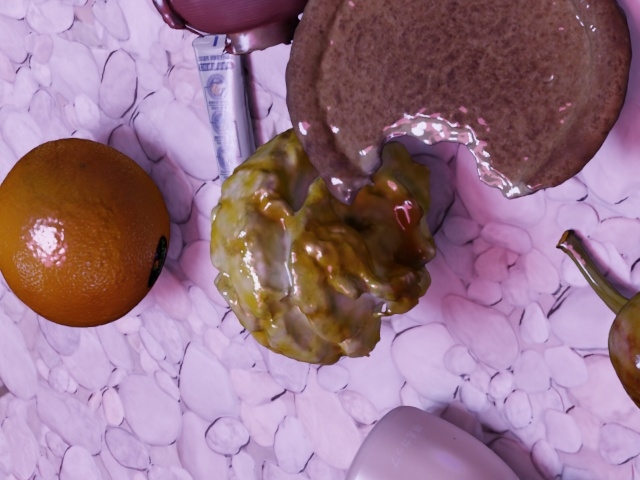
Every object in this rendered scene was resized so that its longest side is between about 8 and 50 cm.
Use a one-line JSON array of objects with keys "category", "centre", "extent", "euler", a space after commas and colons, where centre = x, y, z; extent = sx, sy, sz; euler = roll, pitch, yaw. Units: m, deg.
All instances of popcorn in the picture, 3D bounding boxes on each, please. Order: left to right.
[{"category": "popcorn", "centre": [0.000, 0.000, 1.414], "extent": [0.204, 0.221, 0.183], "euler": [26, 152, -20]}]

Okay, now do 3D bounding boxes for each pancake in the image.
[{"category": "pancake", "centre": [0.105, -0.141, 1.301], "extent": [0.288, 0.033, 0.286], "euler": [44, 99, 21]}]

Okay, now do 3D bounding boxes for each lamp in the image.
[{"category": "lamp", "centre": [-0.084, -0.292, 1.388], "extent": [0.180, 0.180, 0.258], "euler": [-4, 107, 43]}]

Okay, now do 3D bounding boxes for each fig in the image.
[{"category": "fig", "centre": [0.273, 0.069, 1.293], "extent": [0.245, 0.149, 0.149], "euler": [43, 137, 52]}]

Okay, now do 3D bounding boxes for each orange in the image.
[{"category": "orange", "centre": [-0.255, -0.005, 1.667], "extent": [0.206, 0.206, 0.206], "euler": [19, 121, 35]}]

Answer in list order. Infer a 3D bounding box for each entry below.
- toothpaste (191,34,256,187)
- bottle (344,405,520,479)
[{"category": "toothpaste", "centre": [-0.086, -0.090, 1.581], "extent": [0.062, 0.039, 0.239], "euler": [1, 108, 37]}, {"category": "bottle", "centre": [0.147, 0.263, 1.469], "extent": [0.236, 0.147, 0.147], "euler": [23, 123, 24]}]
